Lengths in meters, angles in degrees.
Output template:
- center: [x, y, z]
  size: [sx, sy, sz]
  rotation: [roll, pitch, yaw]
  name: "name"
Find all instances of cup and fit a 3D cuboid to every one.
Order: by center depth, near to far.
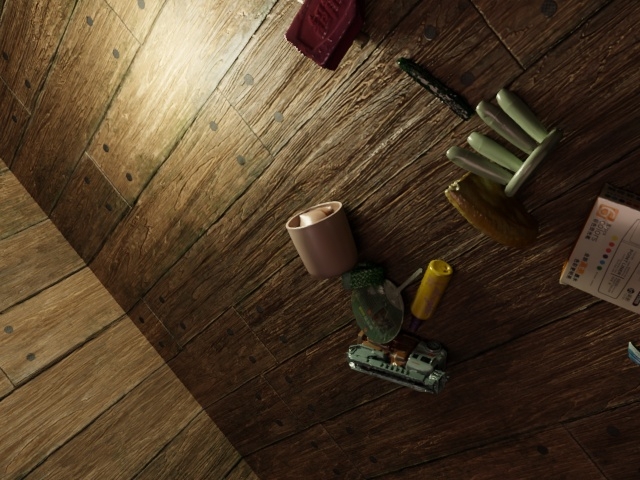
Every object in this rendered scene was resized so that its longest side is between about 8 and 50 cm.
- center: [0.000, 0.000, 1.902]
  size: [0.253, 0.191, 0.200]
  rotation: [18, 134, 62]
  name: "cup"

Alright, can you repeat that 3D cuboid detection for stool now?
- center: [0.459, -0.241, 1.426]
  size: [0.198, 0.195, 0.195]
  rotation: [43, 132, 13]
  name: "stool"

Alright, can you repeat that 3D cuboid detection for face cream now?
- center: [0.335, 0.186, 1.825]
  size: [0.078, 0.078, 0.273]
  rotation: [30, 129, 17]
  name: "face cream"

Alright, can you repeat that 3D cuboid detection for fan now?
- center: [0.222, 0.223, 1.898]
  size: [0.294, 0.012, 0.223]
  rotation: [-14, 75, 39]
  name: "fan"

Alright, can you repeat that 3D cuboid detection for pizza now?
- center: [0.442, -0.064, 1.481]
  size: [0.258, 0.268, 0.087]
  rotation: [49, 123, 7]
  name: "pizza"

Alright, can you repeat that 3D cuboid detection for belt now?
- center: [0.138, 0.112, 1.889]
  size: [0.151, 0.121, 0.079]
  rotation: [-12, 88, 38]
  name: "belt"

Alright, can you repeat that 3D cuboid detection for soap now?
- center: [0.031, -0.598, 1.533]
  size: [0.162, 0.099, 0.250]
  rotation: [40, 110, 17]
  name: "soap"

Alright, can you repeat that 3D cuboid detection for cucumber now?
- center: [0.304, -0.408, 1.535]
  size: [0.256, 0.043, 0.044]
  rotation: [41, 126, 10]
  name: "cucumber"

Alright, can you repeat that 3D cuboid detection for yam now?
- center: [0.026, -0.621, 1.604]
  size: [0.264, 0.046, 0.046]
  rotation: [40, 131, 10]
  name: "yam"

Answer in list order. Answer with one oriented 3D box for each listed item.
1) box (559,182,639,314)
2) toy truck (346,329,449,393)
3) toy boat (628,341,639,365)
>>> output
- center: [0.749, 0.022, 1.436]
  size: [0.220, 0.091, 0.274]
  rotation: [23, 127, 22]
  name: "box"
- center: [0.267, 0.405, 1.925]
  size: [0.338, 0.184, 0.133]
  rotation: [18, 125, 26]
  name: "toy truck"
- center: [0.899, 0.289, 1.533]
  size: [0.149, 0.034, 0.105]
  rotation: [-35, 90, 29]
  name: "toy boat"
